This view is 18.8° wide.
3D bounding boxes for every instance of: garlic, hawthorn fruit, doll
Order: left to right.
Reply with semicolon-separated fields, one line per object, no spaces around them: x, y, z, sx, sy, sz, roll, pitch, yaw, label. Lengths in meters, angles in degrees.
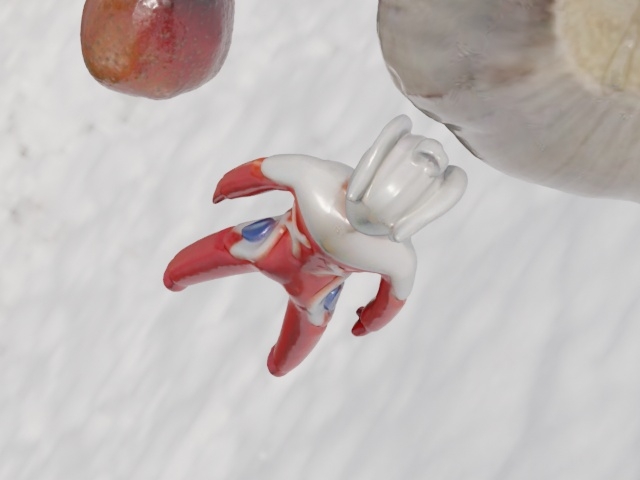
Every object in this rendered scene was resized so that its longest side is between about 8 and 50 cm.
-0.162;-0.241;1.978;0.157;0.157;0.194;-73;0;-59;hawthorn fruit
0.000;0.000;1.617;0.099;0.188;0.384;-54;11;-31;doll
0.174;-0.167;1.202;0.317;0.317;0.259;-54;20;17;garlic
